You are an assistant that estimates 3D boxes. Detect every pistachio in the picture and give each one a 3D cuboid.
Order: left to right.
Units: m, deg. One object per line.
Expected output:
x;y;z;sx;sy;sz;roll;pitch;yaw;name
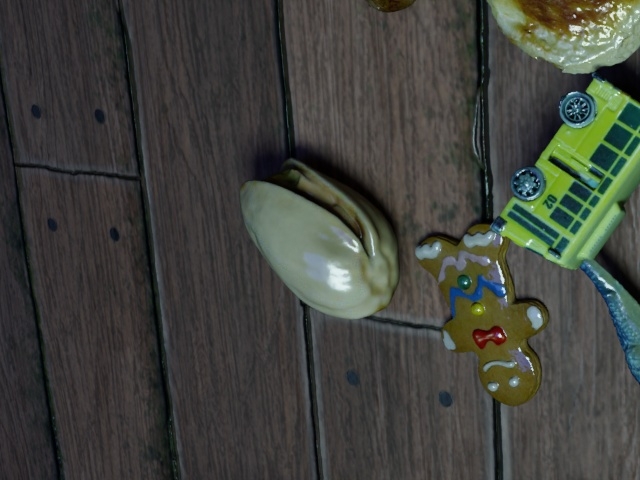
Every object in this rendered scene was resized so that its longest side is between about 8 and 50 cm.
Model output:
0.000;0.000;1.367;0.215;0.144;0.144;44;128;27;pistachio

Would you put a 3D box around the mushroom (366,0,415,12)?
0.071;-0.295;1.232;0.109;0.085;0.126;6;104;39;mushroom

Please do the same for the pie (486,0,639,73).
0.236;-0.259;1.110;0.179;0.084;0.205;41;124;21;pie

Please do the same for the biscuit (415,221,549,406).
0.181;0.084;1.314;0.138;0.031;0.205;-16;96;41;biscuit

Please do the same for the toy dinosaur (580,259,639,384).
0.347;0.130;1.162;0.147;0.076;0.363;-35;84;45;toy dinosaur

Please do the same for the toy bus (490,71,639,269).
0.245;-0.058;1.134;0.101;0.088;0.175;37;101;20;toy bus
